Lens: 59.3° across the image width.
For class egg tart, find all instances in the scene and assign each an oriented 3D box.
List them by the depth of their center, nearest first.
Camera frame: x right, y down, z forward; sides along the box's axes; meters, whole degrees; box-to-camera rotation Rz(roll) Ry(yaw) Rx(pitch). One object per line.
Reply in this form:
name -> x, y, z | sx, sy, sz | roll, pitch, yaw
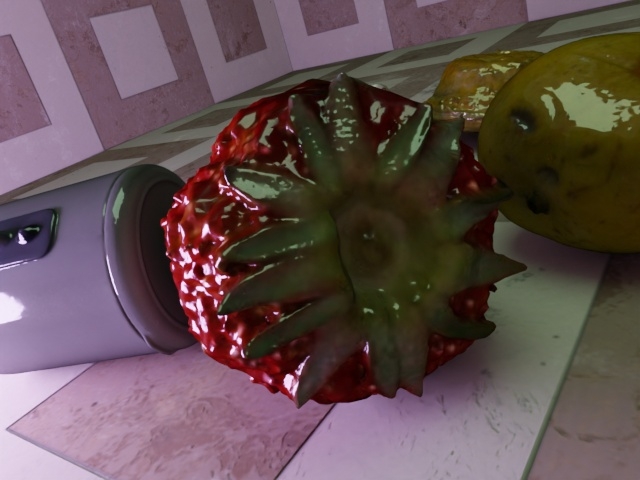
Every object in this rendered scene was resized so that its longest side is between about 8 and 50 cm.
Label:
egg tart -> 0.337, -0.289, 1.070 | 0.319, 0.128, 0.319 | -7, 22, 3

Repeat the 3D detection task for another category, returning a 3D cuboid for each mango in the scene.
mango -> 0.348, -0.103, 0.574 | 0.365, 0.182, 0.253 | -5, 47, 5

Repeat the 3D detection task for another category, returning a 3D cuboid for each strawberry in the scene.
strawberry -> 0.001, 0.002, 0.535 | 0.292, 0.292, 0.343 | -21, 6, -11

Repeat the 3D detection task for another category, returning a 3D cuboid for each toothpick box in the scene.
toothpick box -> -0.303, 0.040, 0.646 | 0.316, 0.229, 0.229 | -12, 23, 13

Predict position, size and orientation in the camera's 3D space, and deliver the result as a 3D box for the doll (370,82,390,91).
doll -> 0.088, -0.146, 0.986 | 0.278, 0.175, 0.149 | -50, 1, -41
